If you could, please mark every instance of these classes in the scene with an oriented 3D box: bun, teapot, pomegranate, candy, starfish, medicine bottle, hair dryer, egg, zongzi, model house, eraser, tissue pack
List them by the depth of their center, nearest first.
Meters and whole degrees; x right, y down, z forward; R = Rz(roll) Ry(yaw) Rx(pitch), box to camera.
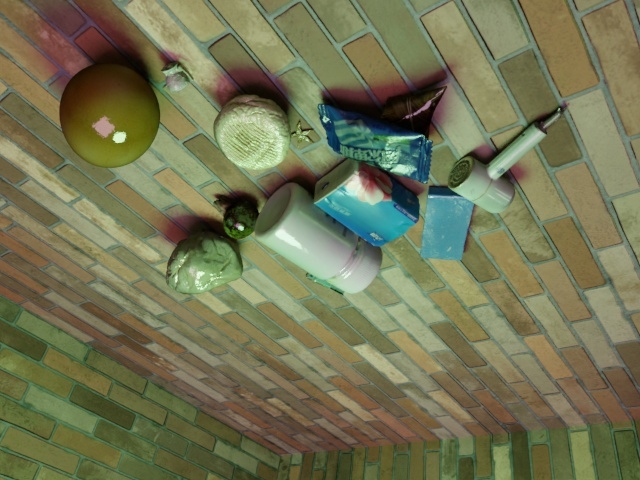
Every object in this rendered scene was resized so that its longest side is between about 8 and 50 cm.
[{"bbox_3d":[0.280,-0.306,1.456,0.184,0.084,0.187,-13,137,34],"label":"zongzi"},{"bbox_3d":[-0.378,-0.435,1.475,0.083,0.064,0.064,-5,131,25],"label":"teapot"},{"bbox_3d":[0.145,-0.258,1.483,0.331,0.077,0.187,22,155,21],"label":"candy"},{"bbox_3d":[-0.565,-0.325,1.500,0.250,0.250,0.322,24,144,-16],"label":"egg"},{"bbox_3d":[0.526,-0.225,1.506,0.173,0.107,0.357,25,133,-21],"label":"hair dryer"},{"bbox_3d":[-0.182,-0.307,1.529,0.221,0.134,0.220,5,134,5],"label":"bun"},{"bbox_3d":[-0.060,-0.303,1.600,0.092,0.016,0.086,-6,136,23],"label":"starfish"},{"bbox_3d":[0.138,-0.112,1.688,0.270,0.137,0.209,34,137,-27],"label":"tissue pack"},{"bbox_3d":[0.400,-0.046,1.783,0.144,0.042,0.311,5,141,8],"label":"eraser"},{"bbox_3d":[0.000,0.000,1.794,0.388,0.219,0.219,33,136,-26],"label":"medicine bottle"},{"bbox_3d":[-0.271,-0.086,1.851,0.126,0.163,0.138,-22,165,-21],"label":"pomegranate"},{"bbox_3d":[-0.407,0.066,1.962,0.282,0.281,0.204,-9,103,23],"label":"bun"},{"bbox_3d":[0.023,0.119,2.038,0.149,0.119,0.148,12,168,35],"label":"model house"}]
